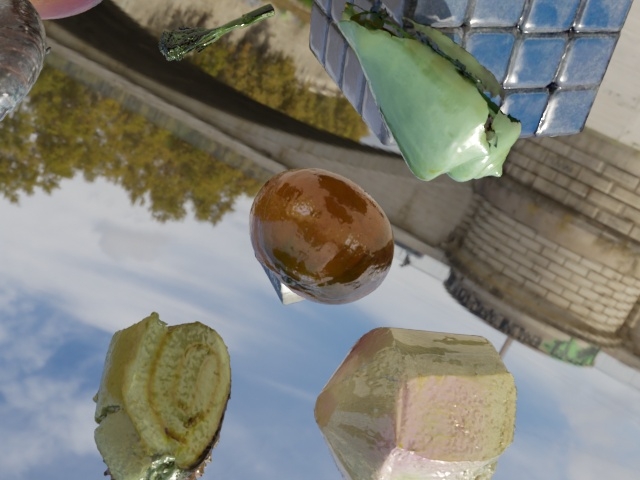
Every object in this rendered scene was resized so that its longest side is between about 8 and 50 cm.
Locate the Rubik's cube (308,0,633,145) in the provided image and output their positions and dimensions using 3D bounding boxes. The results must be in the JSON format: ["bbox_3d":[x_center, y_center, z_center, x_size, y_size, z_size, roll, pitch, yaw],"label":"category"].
[{"bbox_3d":[0.199,-0.364,1.086,0.337,0.344,0.344,-5,-142,-19],"label":"Rubik's cube"}]

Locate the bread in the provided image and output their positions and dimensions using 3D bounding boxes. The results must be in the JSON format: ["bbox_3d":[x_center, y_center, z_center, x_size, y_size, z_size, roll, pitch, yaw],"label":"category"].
[{"bbox_3d":[-0.231,0.229,1.098,0.186,0.124,0.257,43,-142,-33],"label":"bread"}]

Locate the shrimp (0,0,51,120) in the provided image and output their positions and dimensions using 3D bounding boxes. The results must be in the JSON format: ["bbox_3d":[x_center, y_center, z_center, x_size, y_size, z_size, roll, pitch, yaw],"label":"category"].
[{"bbox_3d":[-0.204,-0.128,0.481,0.056,0.065,0.165,53,-177,-43],"label":"shrimp"}]

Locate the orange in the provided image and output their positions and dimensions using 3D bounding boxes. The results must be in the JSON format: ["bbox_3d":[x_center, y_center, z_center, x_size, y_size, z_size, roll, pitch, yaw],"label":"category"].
[{"bbox_3d":[0.000,0.000,1.165,0.240,0.171,0.240,28,162,10],"label":"orange"}]

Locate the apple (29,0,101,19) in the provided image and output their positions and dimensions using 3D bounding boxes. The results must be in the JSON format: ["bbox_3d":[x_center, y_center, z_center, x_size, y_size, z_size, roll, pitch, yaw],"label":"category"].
[{"bbox_3d":[-0.376,-0.483,1.027,0.329,0.295,0.365,45,165,-23],"label":"apple"}]

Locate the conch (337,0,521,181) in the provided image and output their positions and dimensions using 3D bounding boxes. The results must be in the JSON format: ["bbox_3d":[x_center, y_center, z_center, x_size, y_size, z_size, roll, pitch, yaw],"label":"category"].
[{"bbox_3d":[0.128,-0.170,0.869,0.250,0.137,0.143,57,-161,-21],"label":"conch"}]

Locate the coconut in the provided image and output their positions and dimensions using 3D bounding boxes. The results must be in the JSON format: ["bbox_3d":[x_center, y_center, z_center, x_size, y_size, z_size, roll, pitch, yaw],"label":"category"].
[{"bbox_3d":[0.113,0.229,1.018,0.245,0.233,0.233,2,-159,-19],"label":"coconut"}]

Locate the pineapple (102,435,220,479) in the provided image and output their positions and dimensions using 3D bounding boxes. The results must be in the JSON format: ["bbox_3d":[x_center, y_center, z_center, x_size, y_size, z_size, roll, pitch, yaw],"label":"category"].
[{"bbox_3d":[-0.348,0.492,1.560,0.223,0.357,0.223,17,170,3],"label":"pineapple"}]

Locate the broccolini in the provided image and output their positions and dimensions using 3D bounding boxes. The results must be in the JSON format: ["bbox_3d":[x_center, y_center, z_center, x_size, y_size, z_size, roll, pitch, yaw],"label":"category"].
[{"bbox_3d":[-0.120,-0.245,0.888,0.035,0.140,0.030,63,171,4],"label":"broccolini"}]

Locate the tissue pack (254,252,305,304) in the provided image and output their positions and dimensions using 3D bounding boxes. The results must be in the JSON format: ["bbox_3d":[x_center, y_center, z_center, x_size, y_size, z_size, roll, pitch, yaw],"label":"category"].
[{"bbox_3d":[-0.062,0.041,1.559,0.103,0.090,0.170,-17,-143,-16],"label":"tissue pack"}]
